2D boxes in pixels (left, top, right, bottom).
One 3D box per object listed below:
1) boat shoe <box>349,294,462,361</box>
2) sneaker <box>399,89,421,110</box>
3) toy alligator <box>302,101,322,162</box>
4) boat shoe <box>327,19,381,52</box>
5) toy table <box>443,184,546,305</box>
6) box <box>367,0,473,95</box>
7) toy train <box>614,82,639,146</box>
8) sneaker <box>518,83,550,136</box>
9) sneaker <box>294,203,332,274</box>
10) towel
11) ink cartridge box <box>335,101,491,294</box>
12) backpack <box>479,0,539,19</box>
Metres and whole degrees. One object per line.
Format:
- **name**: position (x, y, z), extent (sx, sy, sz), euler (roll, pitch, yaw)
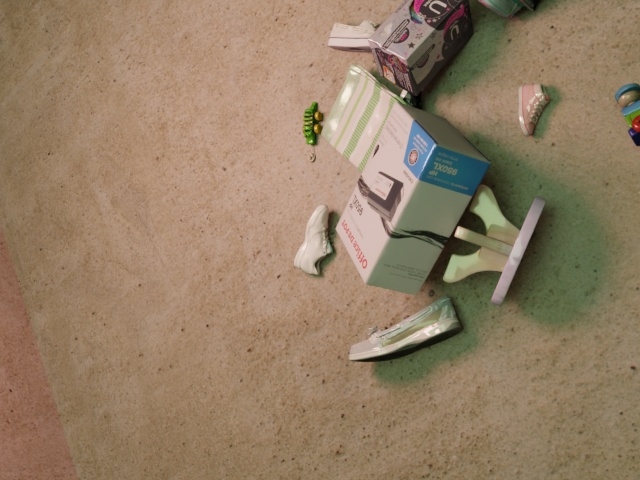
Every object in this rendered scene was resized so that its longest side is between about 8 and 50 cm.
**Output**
- **boat shoe**: position (0.217, 0.248, 1.800), extent (0.320, 0.118, 0.103), euler (-26, 66, 24)
- **sneaker**: position (0.269, -0.330, 1.853), extent (0.121, 0.079, 0.216), euler (28, 108, 29)
- **toy alligator**: position (-0.033, -0.336, 2.056), extent (0.056, 0.051, 0.189), euler (1, 85, 33)
- **boat shoe**: position (0.140, -0.596, 1.954), extent (0.268, 0.096, 0.088), euler (16, 98, 41)
- **toy table**: position (0.419, 0.004, 1.637), extent (0.161, 0.252, 0.274), euler (22, 85, 16)
- **box**: position (0.270, -0.540, 1.773), extent (0.142, 0.163, 0.247), euler (37, 82, 29)
- **toy train**: position (0.798, -0.329, 1.501), extent (0.248, 0.105, 0.143), euler (-29, 57, 27)
- **sneaker**: position (0.539, -0.332, 1.687), extent (0.070, 0.051, 0.134), euler (-7, 77, 37)
- **sneaker**: position (0.000, 0.000, 1.995), extent (0.094, 0.080, 0.212), euler (25, 105, 20)
- **towel**: position (0.134, -0.324, 1.898), extent (0.325, 0.038, 0.247), euler (48, 123, 38)
- **ink cartridge box**: position (0.216, -0.104, 1.695), extent (0.394, 0.166, 0.285), euler (-65, 25, 24)
- **backpack**: position (0.443, -0.686, 1.668), extent (0.191, 0.253, 0.225), euler (-46, 64, 20)
